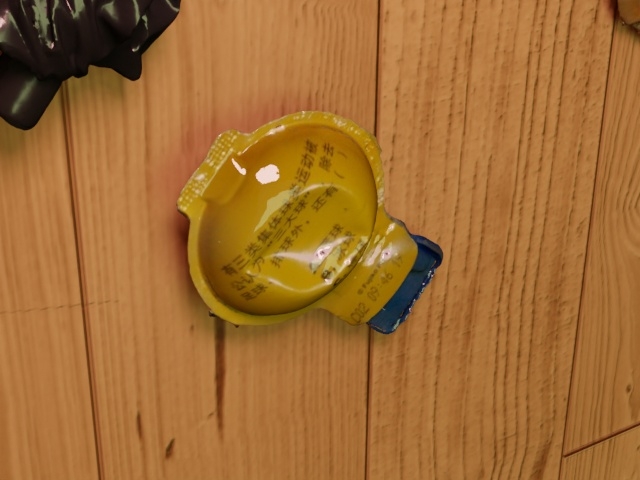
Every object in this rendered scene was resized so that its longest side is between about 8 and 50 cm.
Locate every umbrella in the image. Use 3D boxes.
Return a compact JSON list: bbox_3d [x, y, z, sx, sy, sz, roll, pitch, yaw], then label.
[{"bbox_3d":[-0.115,-0.186,0.679,0.110,0.122,0.272,31,99,3],"label":"umbrella"}]

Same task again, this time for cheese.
[{"bbox_3d":[0.000,0.000,0.872,0.270,0.069,0.177,30,94,-44],"label":"cheese"}]

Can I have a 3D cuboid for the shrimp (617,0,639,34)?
[{"bbox_3d":[0.315,-0.312,0.939,0.185,0.068,0.287,25,98,-39],"label":"shrimp"}]
